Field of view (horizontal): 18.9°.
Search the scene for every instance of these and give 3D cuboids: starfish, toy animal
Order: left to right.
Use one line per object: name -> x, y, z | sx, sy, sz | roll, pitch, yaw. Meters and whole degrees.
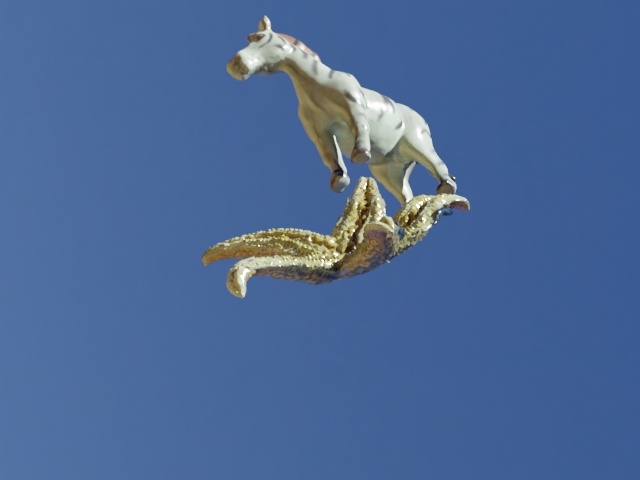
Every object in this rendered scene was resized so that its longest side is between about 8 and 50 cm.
starfish -> 0.000, 0.000, 1.293 | 0.176, 0.208, 0.053 | -4, -80, 27
toy animal -> 0.028, -0.108, 1.866 | 0.090, 0.255, 0.170 | -41, -158, 25
